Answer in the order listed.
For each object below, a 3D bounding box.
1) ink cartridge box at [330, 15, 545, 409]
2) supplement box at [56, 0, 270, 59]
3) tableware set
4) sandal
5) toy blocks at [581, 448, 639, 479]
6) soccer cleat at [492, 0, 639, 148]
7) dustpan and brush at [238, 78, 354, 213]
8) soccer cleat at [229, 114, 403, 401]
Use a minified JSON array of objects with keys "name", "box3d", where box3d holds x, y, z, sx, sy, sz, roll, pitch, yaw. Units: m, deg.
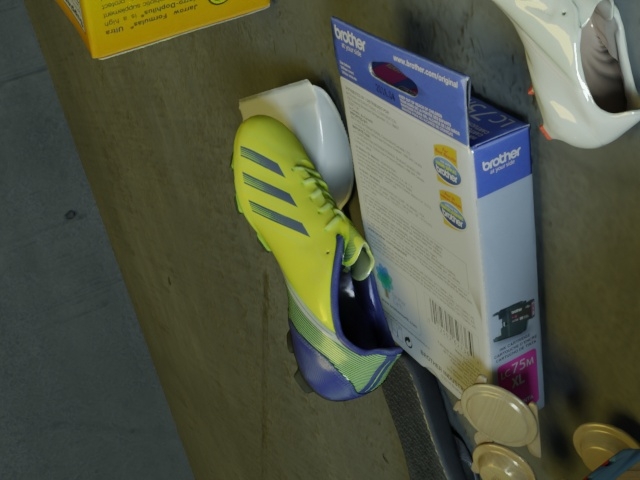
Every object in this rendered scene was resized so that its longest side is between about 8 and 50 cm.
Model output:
[{"name":"ink cartridge box","box3d":[0.095,-0.020,0.827,0.186,0.065,0.311,40,149,52]},{"name":"supplement box","box3d":[-0.174,-0.381,0.940,0.194,0.195,0.356,52,154,37]},{"name":"tableware set","box3d":[0.177,0.172,0.796,0.169,0.020,0.141,23,139,24]},{"name":"sandal","box3d":[0.128,0.230,1.035,0.097,0.054,0.254,-24,79,63]},{"name":"toy blocks","box3d":[0.264,0.228,0.539,0.381,0.191,0.261,55,171,7]},{"name":"soccer cleat","box3d":[0.132,-0.147,0.609,0.196,0.068,0.076,61,155,-3]},{"name":"dustpan and brush","box3d":[-0.003,-0.056,1.063,0.147,0.060,0.211,-4,101,56]},{"name":"soccer cleat","box3d":[0.001,0.000,0.936,0.121,0.093,0.289,-40,60,44]}]
